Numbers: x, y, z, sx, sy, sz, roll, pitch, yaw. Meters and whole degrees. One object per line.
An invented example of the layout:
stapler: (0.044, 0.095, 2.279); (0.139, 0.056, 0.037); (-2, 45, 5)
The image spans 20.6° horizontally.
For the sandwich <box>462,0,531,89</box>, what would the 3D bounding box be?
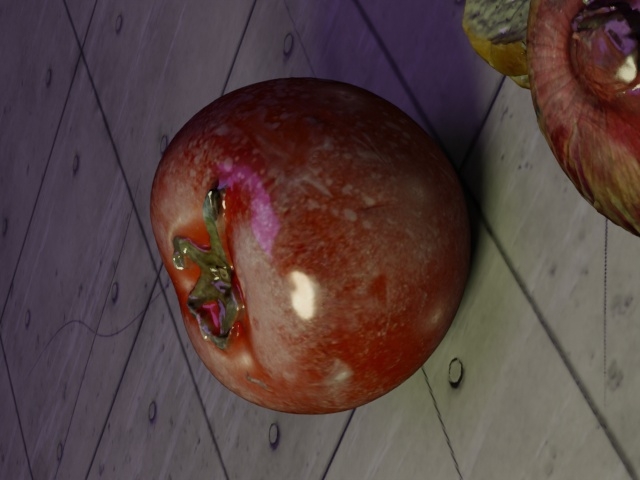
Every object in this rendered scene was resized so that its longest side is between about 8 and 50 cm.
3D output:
sandwich: (0.212, -0.210, 1.114); (0.288, 0.099, 0.254); (21, 93, 66)

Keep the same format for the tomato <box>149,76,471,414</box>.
tomato: (0.000, 0.000, 1.392); (0.270, 0.227, 0.270); (39, 139, 44)

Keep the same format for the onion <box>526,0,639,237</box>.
onion: (0.220, -0.106, 0.965); (0.246, 0.190, 0.246); (17, 111, 50)
